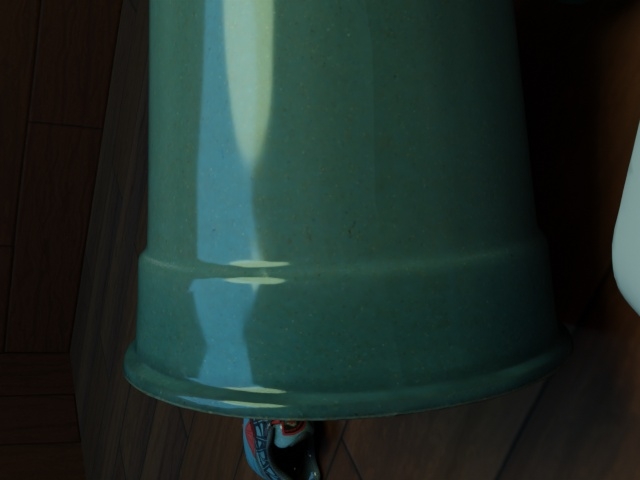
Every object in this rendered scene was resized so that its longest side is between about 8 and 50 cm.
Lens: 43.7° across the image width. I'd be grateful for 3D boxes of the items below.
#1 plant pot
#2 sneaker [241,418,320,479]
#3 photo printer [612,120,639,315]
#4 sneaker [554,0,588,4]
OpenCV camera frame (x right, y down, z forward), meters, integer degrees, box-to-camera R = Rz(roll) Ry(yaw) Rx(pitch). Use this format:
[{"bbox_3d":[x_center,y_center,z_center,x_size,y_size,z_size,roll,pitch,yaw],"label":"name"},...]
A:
[{"bbox_3d":[0.013,-0.082,0.602,0.341,0.341,0.333,-165,71,-65],"label":"plant pot"},{"bbox_3d":[-0.050,0.209,1.023,0.125,0.104,0.261,23,132,56],"label":"sneaker"},{"bbox_3d":[0.270,-0.056,0.373,0.256,0.107,0.307,-146,63,-62],"label":"photo printer"},{"bbox_3d":[0.168,-0.297,0.648,0.121,0.108,0.302,125,145,-59],"label":"sneaker"}]
